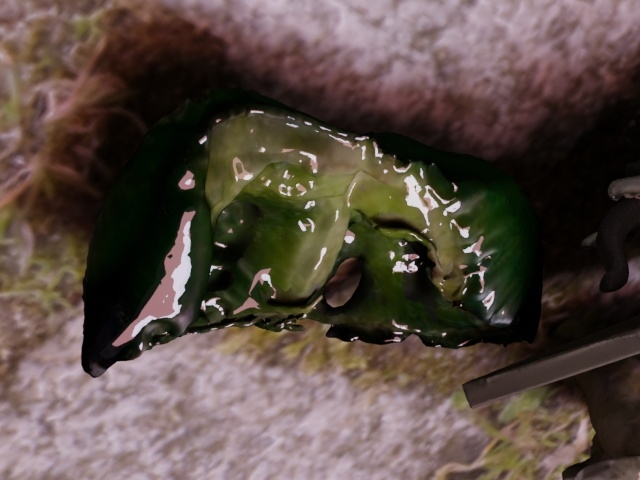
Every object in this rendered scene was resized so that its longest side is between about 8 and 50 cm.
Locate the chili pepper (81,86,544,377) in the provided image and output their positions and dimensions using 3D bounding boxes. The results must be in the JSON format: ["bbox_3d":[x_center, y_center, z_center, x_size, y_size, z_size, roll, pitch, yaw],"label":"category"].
[{"bbox_3d":[-0.001,-0.003,0.894,0.264,0.116,0.148,8,111,-34],"label":"chili pepper"}]

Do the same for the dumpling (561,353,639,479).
[{"bbox_3d":[0.241,0.076,1.091,0.332,0.166,0.086,-19,93,-34],"label":"dumpling"}]

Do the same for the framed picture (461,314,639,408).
[{"bbox_3d":[0.221,0.029,0.941,0.260,0.023,0.189,-17,174,-28],"label":"framed picture"}]

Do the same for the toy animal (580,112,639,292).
[{"bbox_3d":[0.222,-0.048,0.946,0.269,0.137,0.082,-15,136,-28],"label":"toy animal"}]
